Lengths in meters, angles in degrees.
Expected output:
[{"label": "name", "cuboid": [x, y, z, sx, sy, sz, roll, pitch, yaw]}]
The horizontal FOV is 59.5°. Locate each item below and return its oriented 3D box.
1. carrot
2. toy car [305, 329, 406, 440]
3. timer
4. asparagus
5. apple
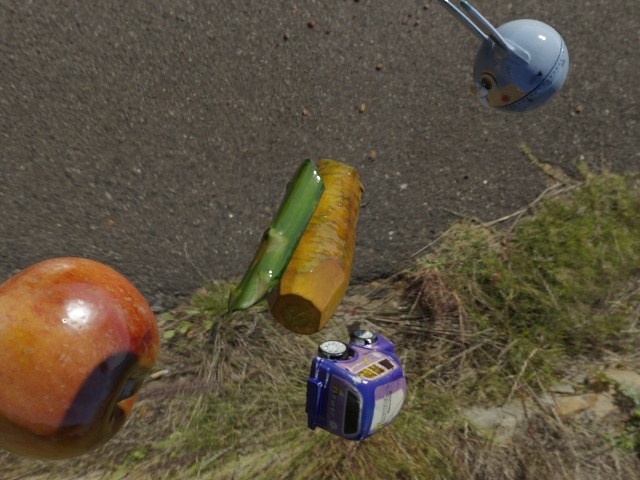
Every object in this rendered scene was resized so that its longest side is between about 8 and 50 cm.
[{"label": "carrot", "cuboid": [0.000, 0.000, 0.842, 0.114, 0.114, 0.302, 23, 44, -6]}, {"label": "toy car", "cuboid": [0.087, 0.290, 1.118, 0.235, 0.157, 0.172, -15, 115, -48]}, {"label": "timer", "cuboid": [0.300, -0.307, 0.960, 0.255, 0.175, 0.176, 7, 80, -19]}, {"label": "asparagus", "cuboid": [-0.025, 0.000, 0.324, 0.021, 0.025, 0.108, 33, 65, -15]}, {"label": "apple", "cuboid": [-0.331, 0.155, 0.730, 0.253, 0.253, 0.254, 2, 81, -10]}]
